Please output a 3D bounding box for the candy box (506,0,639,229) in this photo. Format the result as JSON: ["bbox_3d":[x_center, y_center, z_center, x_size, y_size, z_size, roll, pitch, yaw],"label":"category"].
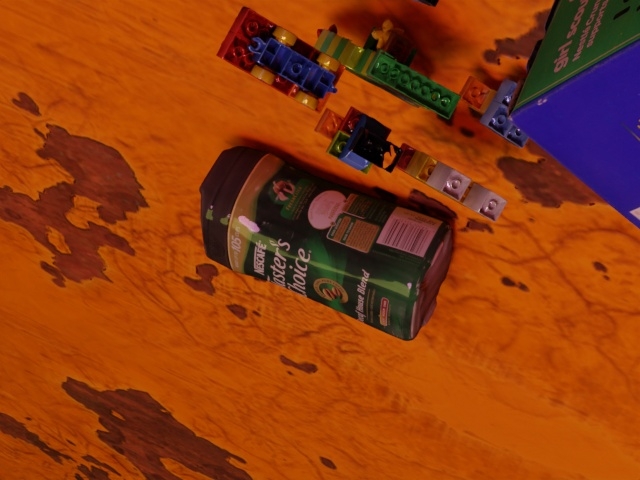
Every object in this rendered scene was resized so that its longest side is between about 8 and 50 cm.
[{"bbox_3d":[0.287,-0.068,0.645,0.268,0.122,0.317,37,149,-15],"label":"candy box"}]

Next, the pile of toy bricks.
[{"bbox_3d":[0.032,-0.104,0.856,0.212,0.118,0.105,28,-177,-31],"label":"pile of toy bricks"}]

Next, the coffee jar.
[{"bbox_3d":[0.000,0.000,1.043,0.184,0.079,0.096,22,150,15],"label":"coffee jar"}]
